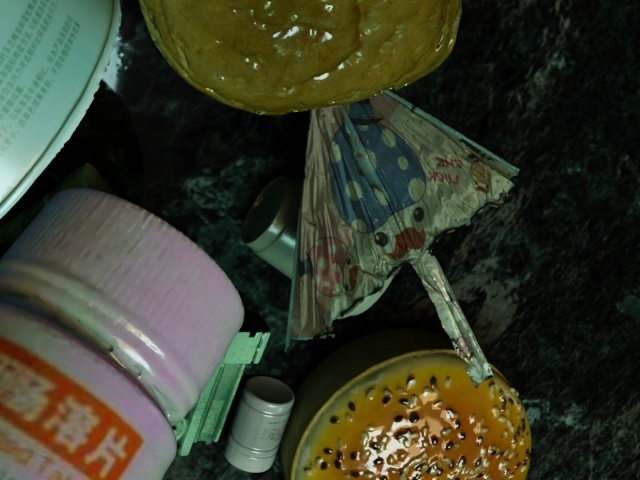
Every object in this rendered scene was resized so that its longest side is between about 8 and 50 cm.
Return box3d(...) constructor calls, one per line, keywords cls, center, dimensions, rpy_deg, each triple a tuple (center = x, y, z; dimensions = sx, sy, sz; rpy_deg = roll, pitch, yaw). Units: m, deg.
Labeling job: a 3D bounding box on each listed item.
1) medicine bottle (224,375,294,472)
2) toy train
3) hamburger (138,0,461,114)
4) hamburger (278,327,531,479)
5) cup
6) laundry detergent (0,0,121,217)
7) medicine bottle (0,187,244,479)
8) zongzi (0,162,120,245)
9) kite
box3d(cls="medicine bottle", center=(-0.067, 0.201, 1.172), dimensions=(0.058, 0.058, 0.091), rpy_deg=(7, 115, -28))
box3d(cls="toy train", center=(-0.127, 0.144, 1.109), dimensions=(0.111, 0.071, 0.170), rpy_deg=(6, 116, -35))
box3d(cls="hamburger", center=(-0.012, -0.209, 0.861), dimensions=(0.265, 0.134, 0.285), rpy_deg=(-19, 143, -4))
box3d(cls="hamburger", center=(0.099, 0.243, 1.202), dimensions=(0.300, 0.176, 0.300), rpy_deg=(-10, 121, -17))
box3d(cls="cup", center=(0.000, 0.000, 1.063), dimensions=(0.141, 0.120, 0.120), rpy_deg=(34, 101, -21))
box3d(cls="laundry detergent", center=(-0.339, -0.164, 0.698), dimensions=(0.287, 0.287, 0.305), rpy_deg=(-46, 126, 5))
box3d(cls="medicine bottle", center=(-0.235, 0.162, 0.820), dimensions=(0.388, 0.219, 0.219), rpy_deg=(-57, 132, -28))
box3d(cls="zongzi", center=(-0.227, -0.001, 0.992), dimensions=(0.119, 0.055, 0.109), rpy_deg=(-32, 129, 10))
box3d(cls="kite", center=(0.076, -0.018, 1.037), dimensions=(0.406, 0.014, 0.368), rpy_deg=(-33, 99, -42))
